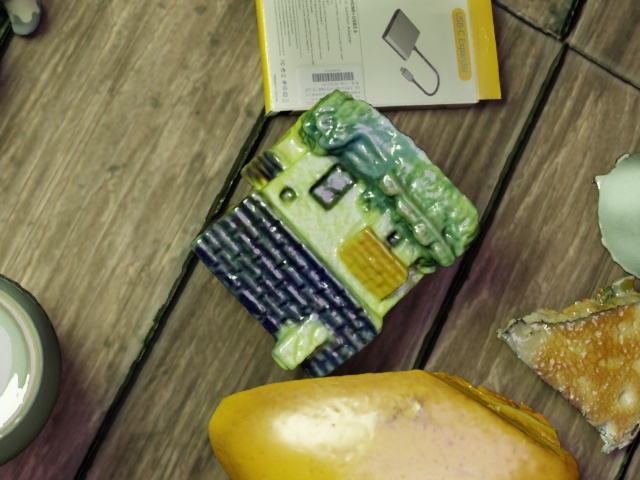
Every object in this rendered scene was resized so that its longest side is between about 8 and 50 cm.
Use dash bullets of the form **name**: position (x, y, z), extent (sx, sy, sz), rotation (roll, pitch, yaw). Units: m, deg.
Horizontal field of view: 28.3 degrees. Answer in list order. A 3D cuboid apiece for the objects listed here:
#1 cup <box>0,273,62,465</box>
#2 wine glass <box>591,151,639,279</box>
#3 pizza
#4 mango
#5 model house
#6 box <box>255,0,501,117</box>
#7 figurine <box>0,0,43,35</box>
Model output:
- **cup**: position (-0.336, 0.089, 1.035), extent (0.258, 0.234, 0.186), rotation (27, 77, -9)
- **wine glass**: position (0.393, -0.038, 1.258), extent (0.156, 0.232, 0.156), rotation (2, 84, -16)
- **pizza**: position (0.263, 0.115, 1.298), extent (0.195, 0.052, 0.185), rotation (16, 87, -18)
- **mango**: position (0.070, 0.204, 1.165), extent (0.350, 0.201, 0.199), rotation (9, 49, -8)
- **model house**: position (0.000, 0.000, 1.175), extent (0.211, 0.170, 0.194), rotation (-45, 99, -15)
- **box**: position (0.058, -0.193, 1.284), extent (0.247, 0.033, 0.129), rotation (-3, 84, -16)
- **figurine**: position (-0.341, -0.170, 1.115), extent (0.145, 0.145, 0.222), rotation (35, 74, -10)
